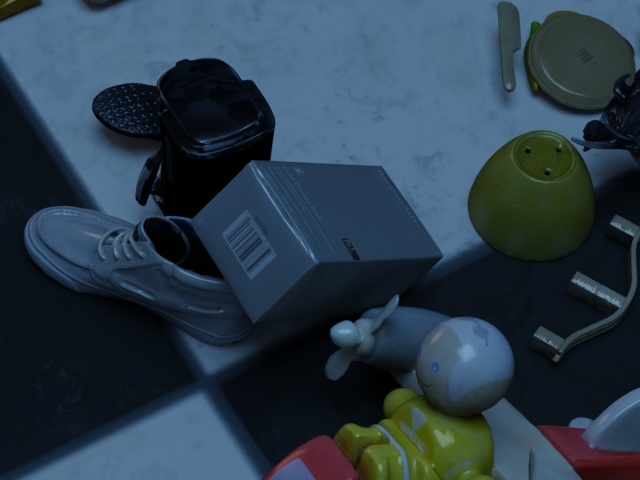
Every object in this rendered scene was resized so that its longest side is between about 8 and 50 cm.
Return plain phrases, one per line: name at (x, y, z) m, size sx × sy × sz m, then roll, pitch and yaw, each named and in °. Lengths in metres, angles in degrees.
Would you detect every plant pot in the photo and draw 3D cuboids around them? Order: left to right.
plant pot at (0.225, -0.060, 2.042) m, size 0.134 × 0.095 × 0.134 m, roll 2°, pitch 55°, yaw -4°

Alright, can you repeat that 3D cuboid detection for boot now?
boot at (-0.176, 0.006, 1.947) m, size 0.258 × 0.123 × 0.095 m, roll 22°, pitch 57°, yaw 10°

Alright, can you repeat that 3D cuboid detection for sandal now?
sandal at (-0.156, -0.131, 2.101) m, size 0.179 × 0.040 × 0.067 m, roll -2°, pitch 60°, yaw -23°

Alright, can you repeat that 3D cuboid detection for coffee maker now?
coffee maker at (-0.095, -0.071, 1.974) m, size 0.171 × 0.178 × 0.120 m, roll 34°, pitch 61°, yaw 18°

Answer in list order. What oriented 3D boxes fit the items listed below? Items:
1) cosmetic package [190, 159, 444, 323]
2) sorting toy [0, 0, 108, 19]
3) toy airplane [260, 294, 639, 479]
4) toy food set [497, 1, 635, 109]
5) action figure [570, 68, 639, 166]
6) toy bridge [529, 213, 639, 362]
cosmetic package at (0.000, 0.000, 1.901) m, size 0.238 × 0.107 × 0.127 m, roll -7°, pitch 58°, yaw -56°
sorting toy at (-0.264, -0.361, 2.248) m, size 0.307 × 0.041 × 0.229 m, roll -28°, pitch 59°, yaw -14°
toy airplane at (0.155, 0.185, 1.759) m, size 0.386 × 0.272 × 0.384 m, roll 9°, pitch 32°, yaw 21°
toy food set at (0.287, -0.198, 2.183) m, size 0.192 × 0.038 × 0.132 m, roll 5°, pitch 62°, yaw -7°
action figure at (0.383, -0.136, 2.054) m, size 0.276 × 0.164 × 0.141 m, roll -36°, pitch 82°, yaw -37°
toy bridge at (0.282, 0.057, 2.009) m, size 0.063 × 0.026 × 0.188 m, roll 29°, pitch 59°, yaw 14°
